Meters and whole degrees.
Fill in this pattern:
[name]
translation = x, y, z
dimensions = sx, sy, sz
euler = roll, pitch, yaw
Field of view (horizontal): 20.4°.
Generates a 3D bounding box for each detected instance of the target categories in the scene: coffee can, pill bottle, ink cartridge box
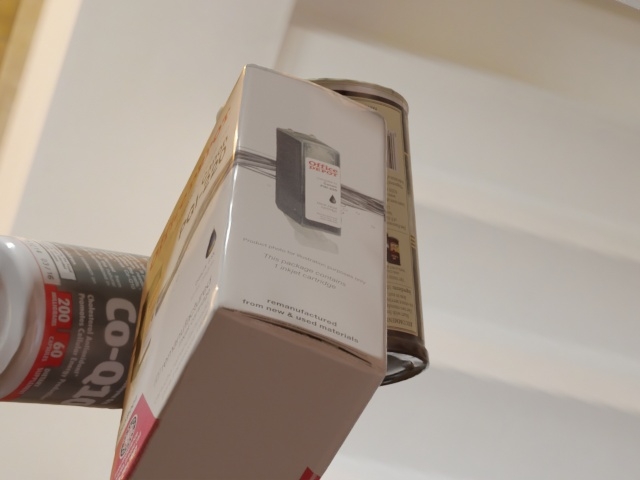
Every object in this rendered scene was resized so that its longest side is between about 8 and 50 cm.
[coffee can]
translation = 0.000, 0.000, 1.791
dimensions = 0.202, 0.275, 0.201
euler = -3, -17, -1
[pill bottle]
translation = -0.226, 0.088, 1.785
dimensions = 0.283, 0.161, 0.161
euler = 9, 16, -45
[ink cartridge box]
translation = -0.035, 0.035, 0.922
dimensions = 0.092, 0.158, 0.218
euler = 22, 34, -12

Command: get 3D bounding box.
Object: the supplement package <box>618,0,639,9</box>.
[supplement package]
translation = 0.306, -0.346, 1.513
dimensions = 0.175, 0.293, 0.177
euler = 22, 7, 3
